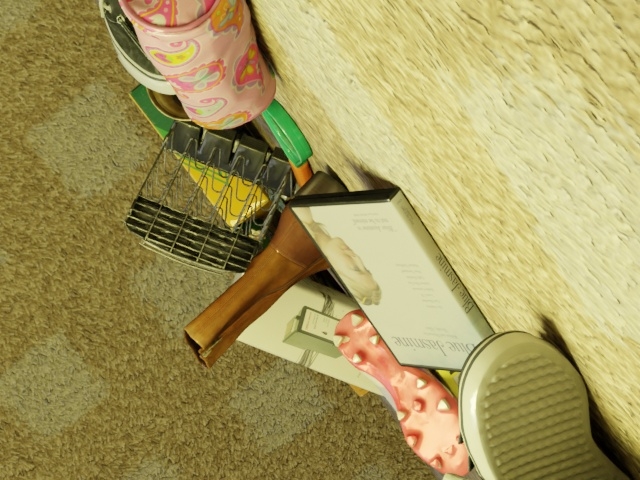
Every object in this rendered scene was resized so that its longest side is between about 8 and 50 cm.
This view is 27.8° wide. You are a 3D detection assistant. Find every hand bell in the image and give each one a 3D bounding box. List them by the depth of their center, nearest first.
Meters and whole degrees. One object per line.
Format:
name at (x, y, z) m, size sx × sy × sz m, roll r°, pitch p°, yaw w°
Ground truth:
hand bell at (-0.153, -0.213, 1.878) m, size 0.126 × 0.126 × 0.242 m, roll 52°, pitch -174°, yaw 13°

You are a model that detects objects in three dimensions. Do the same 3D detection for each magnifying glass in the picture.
magnifying glass at (-0.036, -0.120, 1.754) m, size 0.092 × 0.026 × 0.231 m, roll 51°, pitch 175°, yaw 22°

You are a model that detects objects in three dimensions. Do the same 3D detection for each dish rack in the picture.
dish rack at (-0.153, -0.056, 1.806) m, size 0.208 × 0.272 × 0.074 m, roll 20°, pitch 137°, yaw 0°

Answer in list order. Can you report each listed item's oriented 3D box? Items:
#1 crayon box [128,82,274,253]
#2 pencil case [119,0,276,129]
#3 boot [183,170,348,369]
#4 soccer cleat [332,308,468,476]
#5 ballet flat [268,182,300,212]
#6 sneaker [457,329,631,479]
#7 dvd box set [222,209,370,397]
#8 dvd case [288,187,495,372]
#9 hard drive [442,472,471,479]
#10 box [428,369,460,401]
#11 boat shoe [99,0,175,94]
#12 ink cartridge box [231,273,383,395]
crayon box at (-0.155, -0.135, 2.096) m, size 0.323 × 0.083 × 0.203 m, roll 53°, pitch -168°, yaw 2°
pencil case at (-0.128, -0.217, 1.389) m, size 0.124 × 0.124 × 0.284 m, roll 51°, pitch 177°, yaw 16°
boot at (-0.055, 0.067, 1.712) m, size 0.096 × 0.280 × 0.264 m, roll 38°, pitch 170°, yaw 9°
soccer cleat at (0.113, 0.181, 1.585) m, size 0.248 × 0.083 × 0.095 m, roll 48°, pitch -162°, yaw 18°
ballet flat at (-0.024, -0.057, 1.934) m, size 0.188 × 0.070 × 0.070 m, roll 48°, pitch 173°, yaw 46°
sneaker at (0.188, 0.179, 1.213) m, size 0.127 × 0.126 × 0.321 m, roll 38°, pitch 167°, yaw 48°
dvd box set at (-0.044, 0.061, 2.389) m, size 0.420 × 0.062 × 0.308 m, roll 52°, pitch -172°, yaw -26°
dvd case at (0.086, 0.048, 1.418) m, size 0.180 × 0.022 × 0.253 m, roll -2°, pitch 129°, yaw 53°
hard drive at (0.260, 0.296, 1.103) m, size 0.203 × 0.040 × 0.307 m, roll 39°, pitch 165°, yaw -33°
box at (0.132, 0.103, 1.565) m, size 0.232 × 0.058 × 0.087 m, roll 56°, pitch 173°, yaw -32°
boat shoe at (-0.243, -0.334, 1.701) m, size 0.105 × 0.113 × 0.306 m, roll 82°, pitch 167°, yaw -67°
ink cartridge box at (-0.004, 0.131, 1.998) m, size 0.272 × 0.115 × 0.198 m, roll 22°, pitch -178°, yaw -12°
